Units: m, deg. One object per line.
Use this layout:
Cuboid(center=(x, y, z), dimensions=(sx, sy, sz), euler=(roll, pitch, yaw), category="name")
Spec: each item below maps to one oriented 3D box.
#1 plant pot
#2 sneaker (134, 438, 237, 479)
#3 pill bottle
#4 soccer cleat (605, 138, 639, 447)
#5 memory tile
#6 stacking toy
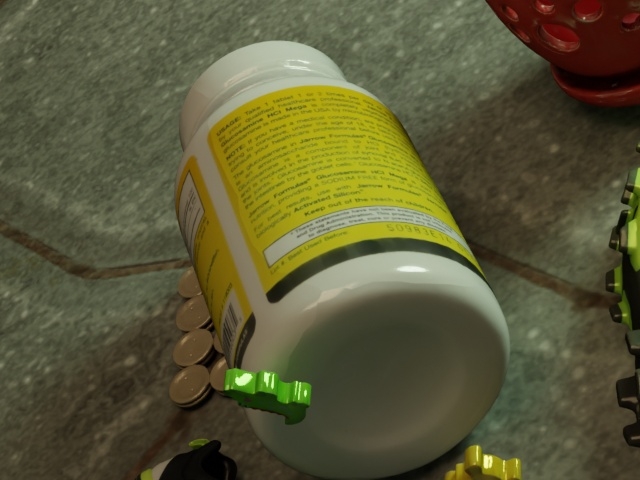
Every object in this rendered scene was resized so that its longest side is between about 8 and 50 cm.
Cuboid(center=(0.216, -0.205, 1.481), dimensions=(0.191, 0.174, 0.191), euler=(-24, 34, 17), category="plant pot")
Cuboid(center=(-0.064, 0.211, 1.367), dimensions=(0.097, 0.084, 0.235), euler=(-37, 40, -1), category="sneaker")
Cuboid(center=(0.000, 0.000, 1.442), dimensions=(0.188, 0.188, 0.334), euler=(-31, 40, 7), category="pill bottle")
Cuboid(center=(0.257, 0.036, 1.321), dimensions=(0.121, 0.093, 0.289), euler=(5, 43, 1), category="soccer cleat")
Cuboid(center=(-0.065, 0.063, 1.565), dimensions=(0.113, 0.012, 0.148), euler=(-19, 42, 20), category="memory tile")
Cuboid(center=(0.028, 0.187, 1.242), dimensions=(0.052, 0.221, 0.167), euler=(-52, 24, 45), category="stacking toy")
